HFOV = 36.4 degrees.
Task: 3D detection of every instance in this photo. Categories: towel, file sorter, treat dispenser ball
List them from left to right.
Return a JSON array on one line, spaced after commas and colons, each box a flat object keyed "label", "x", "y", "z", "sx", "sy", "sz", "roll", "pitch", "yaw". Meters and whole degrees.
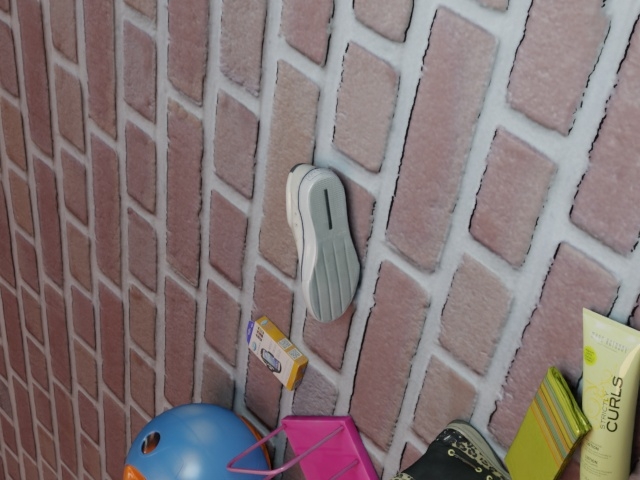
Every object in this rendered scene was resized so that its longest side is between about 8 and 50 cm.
[{"label": "treat dispenser ball", "x": -0.239, "y": 0.462, "z": 1.901, "sx": 0.288, "sy": 0.288, "sz": 0.288, "roll": 29, "pitch": 134, "yaw": 36}, {"label": "file sorter", "x": -0.012, "y": 0.483, "z": 1.728, "sx": 0.202, "sy": 0.182, "sz": 0.290, "roll": -13, "pitch": 103, "yaw": 54}, {"label": "towel", "x": 0.300, "y": 0.275, "z": 1.306, "sx": 0.237, "sy": 0.021, "sz": 0.102, "roll": 99, "pitch": 160, "yaw": -48}]

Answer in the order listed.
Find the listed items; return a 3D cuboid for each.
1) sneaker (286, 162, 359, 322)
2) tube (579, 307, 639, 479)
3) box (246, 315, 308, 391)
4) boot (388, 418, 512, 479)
[{"label": "sneaker", "x": 0.000, "y": 0.000, "z": 1.485, "sx": 0.091, "sy": 0.094, "sz": 0.258, "roll": 41, "pitch": 139, "yaw": 54}, {"label": "tube", "x": 0.355, "y": 0.203, "z": 1.202, "sx": 0.070, "sy": 0.062, "sz": 0.240, "roll": 2, "pitch": 115, "yaw": 12}, {"label": "box", "x": -0.082, "y": 0.199, "z": 1.756, "sx": 0.136, "sy": 0.028, "sz": 0.081, "roll": 45, "pitch": 142, "yaw": 25}, {"label": "boot", "x": 0.211, "y": 0.394, "z": 1.397, "sx": 0.236, "sy": 0.179, "sz": 0.085, "roll": 51, "pitch": 143, "yaw": 15}]
